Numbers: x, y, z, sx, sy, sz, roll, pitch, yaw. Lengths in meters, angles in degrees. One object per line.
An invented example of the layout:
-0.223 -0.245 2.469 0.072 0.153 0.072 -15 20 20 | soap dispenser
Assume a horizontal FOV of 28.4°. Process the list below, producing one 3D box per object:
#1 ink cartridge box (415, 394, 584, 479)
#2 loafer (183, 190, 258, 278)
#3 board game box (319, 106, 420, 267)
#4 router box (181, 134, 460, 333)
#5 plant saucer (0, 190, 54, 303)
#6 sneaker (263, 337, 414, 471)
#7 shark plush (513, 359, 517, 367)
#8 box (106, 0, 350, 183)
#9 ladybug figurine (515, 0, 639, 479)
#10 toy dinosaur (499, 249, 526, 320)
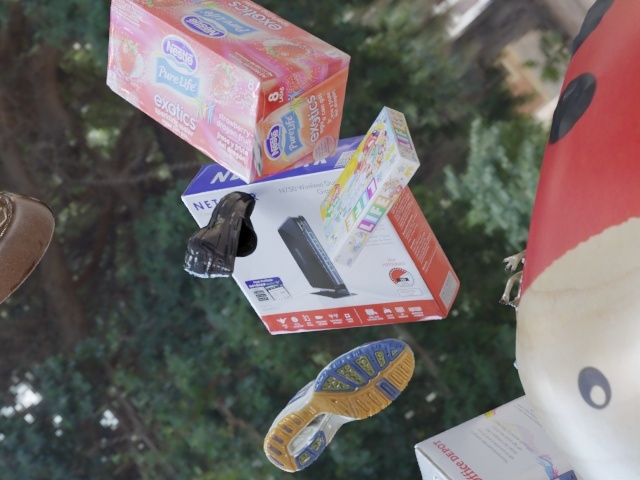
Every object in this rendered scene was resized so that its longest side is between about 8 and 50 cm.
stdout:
0.243 0.271 1.526 0.154 0.212 0.093 -144 37 -63 | ink cartridge box
-0.124 -0.005 1.763 0.078 0.076 0.223 19 -154 5 | loafer
0.052 -0.060 1.412 0.026 0.154 0.103 20 -148 -23 | board game box
0.000 0.000 1.930 0.301 0.336 0.082 58 -139 -29 | router box
-0.284 0.015 0.971 0.029 0.168 0.168 59 -174 -32 | plant saucer
0.026 0.240 2.020 0.112 0.296 0.131 48 -162 -10 | sneaker
0.361 0.145 1.928 0.067 0.161 0.073 32 -151 12 | shark plush
-0.123 -0.212 1.594 0.154 0.142 0.300 -21 -138 -38 | box
0.222 -0.032 0.740 0.305 0.162 0.449 78 -153 -45 | ladybug figurine
0.249 0.023 1.407 0.053 0.183 0.093 47 -144 16 | toy dinosaur
